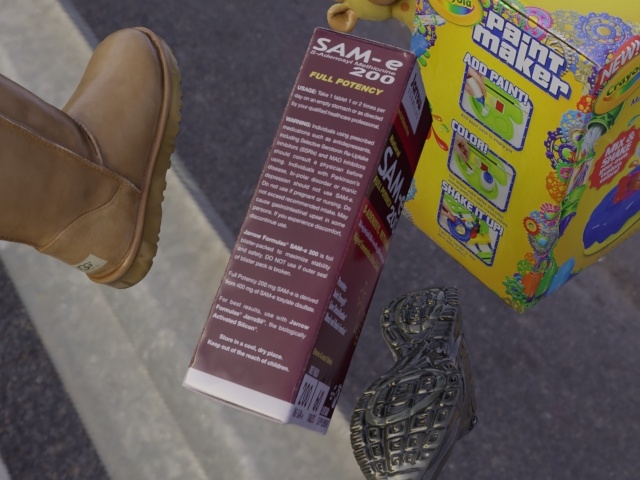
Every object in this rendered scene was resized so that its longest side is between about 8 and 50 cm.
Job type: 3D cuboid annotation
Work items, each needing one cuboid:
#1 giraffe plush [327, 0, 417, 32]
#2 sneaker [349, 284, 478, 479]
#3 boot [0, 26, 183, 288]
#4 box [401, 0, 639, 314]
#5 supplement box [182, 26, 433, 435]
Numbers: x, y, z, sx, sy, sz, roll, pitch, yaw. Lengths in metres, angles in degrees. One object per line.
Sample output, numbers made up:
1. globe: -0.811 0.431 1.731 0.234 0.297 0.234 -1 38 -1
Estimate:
1. giraffe plush: 0.106 -0.293 1.208 0.170 0.210 0.181 21 58 -6
2. sneaker: 0.111 0.164 1.052 0.130 0.109 0.286 66 27 -25
3. boot: -0.222 -0.104 0.743 0.269 0.089 0.236 27 50 -45
4. box: 0.231 -0.141 0.904 0.290 0.279 0.177 -31 57 -26
5. supplement box: 0.000 0.000 0.693 0.073 0.239 0.130 17 -9 14
